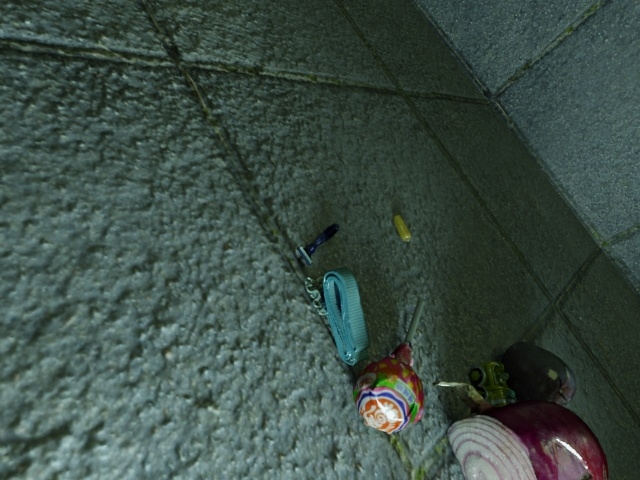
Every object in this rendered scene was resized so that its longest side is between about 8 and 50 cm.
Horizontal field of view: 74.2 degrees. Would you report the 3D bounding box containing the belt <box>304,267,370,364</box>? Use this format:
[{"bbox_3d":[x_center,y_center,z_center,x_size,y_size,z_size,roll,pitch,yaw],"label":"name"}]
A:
[{"bbox_3d":[0.037,0.144,0.803,0.065,0.100,0.179,-4,78,-45],"label":"belt"}]

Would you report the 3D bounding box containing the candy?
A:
[{"bbox_3d":[0.164,0.216,0.832,0.124,0.124,0.365,46,33,-3],"label":"candy"}]

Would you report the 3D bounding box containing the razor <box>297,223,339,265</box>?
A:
[{"bbox_3d":[-0.003,0.002,0.901,0.044,0.028,0.154,54,40,-6],"label":"razor"}]

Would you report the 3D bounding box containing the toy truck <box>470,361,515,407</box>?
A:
[{"bbox_3d":[0.399,0.332,0.960,0.076,0.077,0.111,21,47,-29],"label":"toy truck"}]

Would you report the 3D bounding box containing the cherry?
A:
[{"bbox_3d":[0.521,0.328,1.028,0.176,0.139,0.176,29,10,-5],"label":"cherry"}]

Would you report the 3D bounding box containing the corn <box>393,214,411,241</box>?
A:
[{"bbox_3d":[0.217,-0.031,1.127,0.027,0.028,0.083,21,41,-51],"label":"corn"}]

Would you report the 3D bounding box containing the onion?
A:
[{"bbox_3d":[0.390,0.398,0.780,0.231,0.256,0.272,-2,82,-26],"label":"onion"}]
